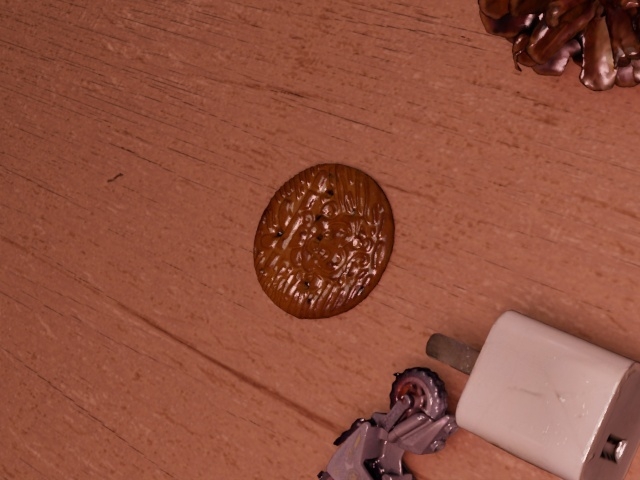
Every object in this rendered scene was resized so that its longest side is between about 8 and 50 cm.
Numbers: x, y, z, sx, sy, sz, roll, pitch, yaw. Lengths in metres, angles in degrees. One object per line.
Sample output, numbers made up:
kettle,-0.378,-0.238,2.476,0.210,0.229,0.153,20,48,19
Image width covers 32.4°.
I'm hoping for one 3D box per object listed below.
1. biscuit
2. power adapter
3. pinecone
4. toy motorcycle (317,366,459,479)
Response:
biscuit,-0.001,0.000,1.273,0.188,0.027,0.187,-10,70,29
power adapter,0.195,0.139,1.043,0.205,0.130,0.125,23,88,36
pinecone,0.278,-0.291,1.058,0.298,0.242,0.295,-17,64,20
toy motorcycle,0.070,0.232,1.108,0.122,0.080,0.215,52,122,34
